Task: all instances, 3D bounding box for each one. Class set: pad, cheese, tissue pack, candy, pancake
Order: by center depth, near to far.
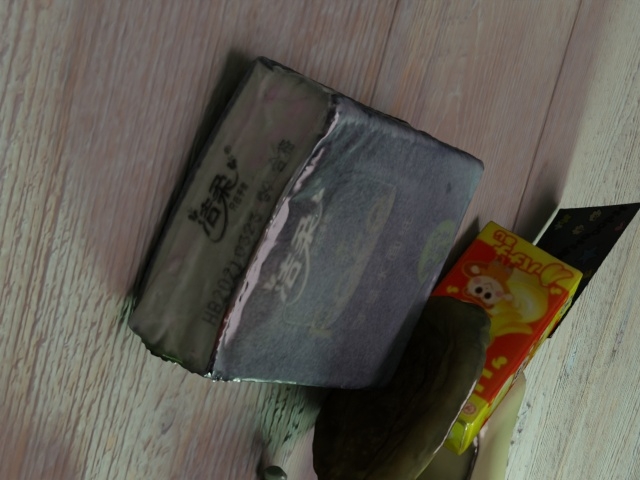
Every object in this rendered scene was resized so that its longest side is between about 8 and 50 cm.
[{"bbox_3d":[0.000,0.000,1.646,0.394,0.124,0.288,16,99,-63],"label":"tissue pack"},{"bbox_3d":[0.084,0.170,1.835,0.294,0.049,0.294,-47,-162,20],"label":"pancake"},{"bbox_3d":[0.193,0.117,2.055,0.276,0.146,0.088,-51,162,-30],"label":"candy"},{"bbox_3d":[0.182,0.267,2.189,0.233,0.127,0.266,-28,137,-54],"label":"cheese"},{"bbox_3d":[0.315,0.040,2.232,0.006,0.170,0.245,47,65,-21],"label":"pad"}]

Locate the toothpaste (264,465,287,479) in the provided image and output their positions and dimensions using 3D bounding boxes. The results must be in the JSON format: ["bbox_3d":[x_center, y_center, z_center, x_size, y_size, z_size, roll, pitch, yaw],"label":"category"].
[{"bbox_3d":[-0.033,0.347,1.940,0.255,0.067,0.037,79,32,-45],"label":"toothpaste"}]
